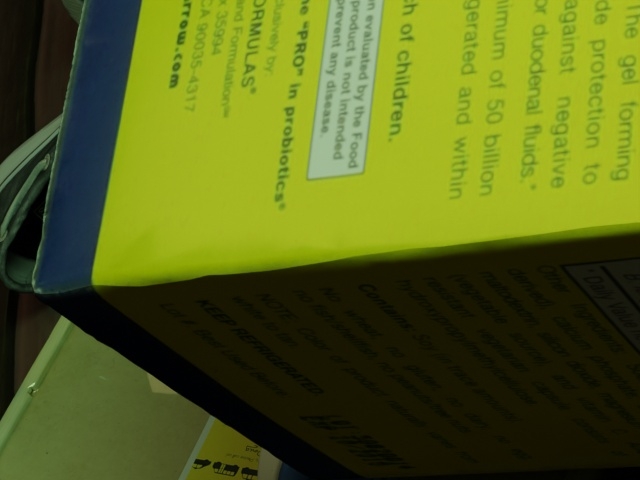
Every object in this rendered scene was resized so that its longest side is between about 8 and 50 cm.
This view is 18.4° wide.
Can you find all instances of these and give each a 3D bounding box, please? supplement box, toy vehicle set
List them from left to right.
[{"bbox_3d":[-0.019,0.107,0.840,0.267,0.035,0.166,9,51,24],"label":"toy vehicle set"},{"bbox_3d":[0.118,-0.047,0.638,0.356,0.194,0.195,-6,63,28],"label":"supplement box"}]

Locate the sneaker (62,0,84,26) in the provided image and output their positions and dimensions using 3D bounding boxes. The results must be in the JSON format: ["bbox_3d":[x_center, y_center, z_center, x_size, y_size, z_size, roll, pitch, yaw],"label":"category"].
[{"bbox_3d":[-0.093,-0.279,1.475,0.182,0.127,0.315,-49,-3,-28],"label":"sneaker"}]

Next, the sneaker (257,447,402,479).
[{"bbox_3d":[0.051,0.069,0.786,0.152,0.058,0.084,-35,39,-25],"label":"sneaker"}]

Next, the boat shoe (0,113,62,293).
[{"bbox_3d":[-0.108,-0.080,1.298,0.301,0.108,0.102,-40,26,13],"label":"boat shoe"}]
